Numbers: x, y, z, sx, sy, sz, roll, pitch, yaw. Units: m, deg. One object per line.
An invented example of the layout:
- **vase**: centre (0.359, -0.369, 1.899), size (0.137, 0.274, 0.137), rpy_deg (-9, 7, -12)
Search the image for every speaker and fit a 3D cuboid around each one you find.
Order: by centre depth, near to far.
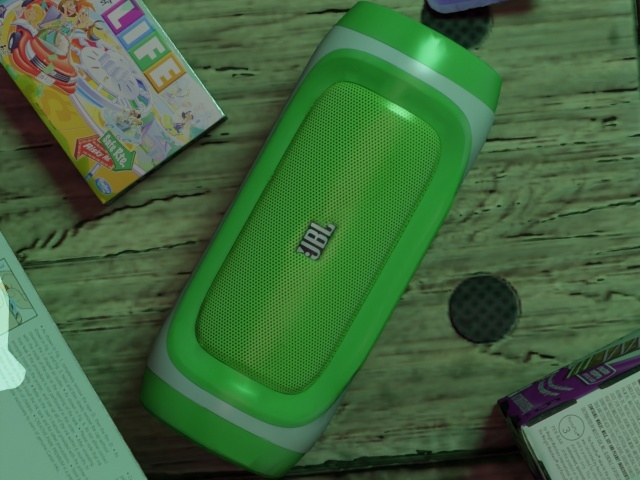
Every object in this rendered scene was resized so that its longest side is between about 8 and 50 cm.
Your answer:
- **speaker**: centre (0.000, 0.000, 1.076), size (0.131, 0.131, 0.296), rpy_deg (29, 90, 2)

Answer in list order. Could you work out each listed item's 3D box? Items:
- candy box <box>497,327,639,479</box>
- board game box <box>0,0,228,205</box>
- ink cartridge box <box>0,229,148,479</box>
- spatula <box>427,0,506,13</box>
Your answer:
- **candy box**: centre (0.235, 0.086, 1.050), size (0.233, 0.159, 0.071), rpy_deg (-26, 90, 1)
- **board game box**: centre (-0.150, -0.116, 1.130), size (0.103, 0.026, 0.154), rpy_deg (-36, 88, 1)
- **ink cartridge box**: centre (-0.229, 0.152, 1.056), size (0.130, 0.272, 0.309), rpy_deg (-30, 89, -29)
- **spatula**: centre (0.215, -0.213, 1.117), size (0.296, 0.030, 0.084), rpy_deg (-7, 87, 2)
